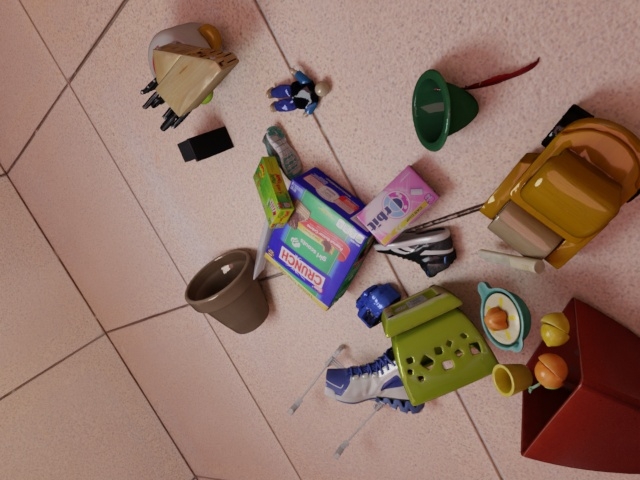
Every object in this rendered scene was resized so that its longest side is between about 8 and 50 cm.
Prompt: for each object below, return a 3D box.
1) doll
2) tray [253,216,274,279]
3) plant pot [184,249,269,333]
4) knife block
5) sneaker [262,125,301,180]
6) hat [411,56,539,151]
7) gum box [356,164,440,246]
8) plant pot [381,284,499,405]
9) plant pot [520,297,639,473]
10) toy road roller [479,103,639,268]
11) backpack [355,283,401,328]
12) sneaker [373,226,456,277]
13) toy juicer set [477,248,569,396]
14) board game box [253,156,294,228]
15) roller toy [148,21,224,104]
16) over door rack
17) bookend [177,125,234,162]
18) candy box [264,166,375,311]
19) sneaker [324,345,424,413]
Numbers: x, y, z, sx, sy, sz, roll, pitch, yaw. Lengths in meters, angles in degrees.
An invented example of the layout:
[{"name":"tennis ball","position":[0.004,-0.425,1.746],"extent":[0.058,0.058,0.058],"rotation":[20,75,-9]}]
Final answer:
[{"name":"doll","position":[-0.059,-0.387,1.260],"extent":[0.189,0.046,0.129],"rotation":[3,117,37]},{"name":"tray","position":[-0.169,-0.014,1.517],"extent":[0.030,0.145,0.270],"rotation":[12,129,-10]},{"name":"plant pot","position":[-0.300,0.200,1.670],"extent":[0.263,0.263,0.229],"rotation":[-5,128,39]},{"name":"knife block","position":[-0.350,-0.388,1.280],"extent":[0.275,0.088,0.242],"rotation":[16,129,17]},{"name":"sneaker","position":[-0.113,-0.245,1.386],"extent":[0.076,0.065,0.167],"rotation":[-17,101,59]},{"name":"hat","position":[0.322,-0.289,1.038],"extent":[0.208,0.183,0.173],"rotation":[-129,31,-69]},{"name":"gum box","position":[0.187,-0.081,1.182],"extent":[0.188,0.062,0.107],"rotation":[-44,84,17]},{"name":"plant pot","position":[0.276,0.240,1.198],"extent":[0.227,0.228,0.207],"rotation":[-26,90,5]},{"name":"plant pot","position":[0.603,0.334,1.029],"extent":[0.235,0.267,0.267],"rotation":[21,127,11]},{"name":"toy road roller","position":[0.448,-0.076,0.910],"extent":[0.202,0.240,0.330],"rotation":[40,133,13]},{"name":"backpack","position":[0.163,0.178,1.377],"extent":[0.101,0.098,0.120],"rotation":[45,134,13]},{"name":"sneaker","position":[0.244,0.044,1.248],"extent":[0.216,0.079,0.121],"rotation":[-9,108,39]},{"name":"toy juicer set","position":[0.407,0.157,1.001],"extent":[0.209,0.089,0.329],"rotation":[139,124,-67]},{"name":"board game box","position":[-0.133,-0.134,1.336],"extent":[0.092,0.043,0.181],"rotation":[-53,50,49]},{"name":"roller toy","position":[-0.372,-0.511,1.362],"extent":[0.191,0.146,0.209],"rotation":[20,129,15]},{"name":"over door rack","position":[0.069,0.538,1.630],"extent":[0.239,0.108,0.324],"rotation":[39,112,13]},{"name":"bookend","position":[-0.383,-0.283,1.494],"extent":[0.156,0.157,0.072],"rotation":[-10,108,40]},{"name":"candy box","position":[0.000,0.000,1.383],"extent":[0.268,0.122,0.317],"rotation":[39,133,16]},{"name":"sneaker","position":[0.176,0.395,1.446],"extent":[0.315,0.127,0.182],"rotation":[10,108,-2]}]
